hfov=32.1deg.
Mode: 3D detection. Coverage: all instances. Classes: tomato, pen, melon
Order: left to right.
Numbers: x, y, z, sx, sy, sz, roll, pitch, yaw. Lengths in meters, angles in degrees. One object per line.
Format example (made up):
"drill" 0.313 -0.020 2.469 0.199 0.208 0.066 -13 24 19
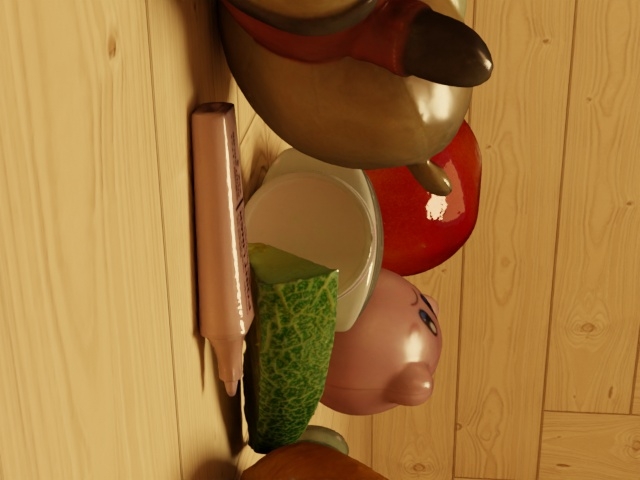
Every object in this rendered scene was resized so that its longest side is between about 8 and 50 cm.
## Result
"pen" -0.063 0.011 0.723 0.053 0.032 0.197 -75 164 -70
"melon" -0.044 0.094 0.847 0.114 0.053 0.262 53 -31 33
"tomato" 0.122 -0.079 1.633 0.298 0.226 0.299 5 90 -85

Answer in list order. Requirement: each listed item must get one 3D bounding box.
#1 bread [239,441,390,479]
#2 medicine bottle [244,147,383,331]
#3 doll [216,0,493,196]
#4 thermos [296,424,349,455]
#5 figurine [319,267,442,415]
"bread" 0.026 0.259 0.813 0.388 0.236 0.183 117 -3 -72
"medicine bottle" 0.000 0.000 0.993 0.296 0.111 0.161 -16 105 -86
"doll" 0.007 -0.152 0.681 0.235 0.174 0.330 50 -5 21
"thermos" -0.016 0.273 1.088 0.188 0.073 0.083 -82 173 -47
"figurine" 0.050 0.110 1.225 0.173 0.173 0.173 2 90 -85
